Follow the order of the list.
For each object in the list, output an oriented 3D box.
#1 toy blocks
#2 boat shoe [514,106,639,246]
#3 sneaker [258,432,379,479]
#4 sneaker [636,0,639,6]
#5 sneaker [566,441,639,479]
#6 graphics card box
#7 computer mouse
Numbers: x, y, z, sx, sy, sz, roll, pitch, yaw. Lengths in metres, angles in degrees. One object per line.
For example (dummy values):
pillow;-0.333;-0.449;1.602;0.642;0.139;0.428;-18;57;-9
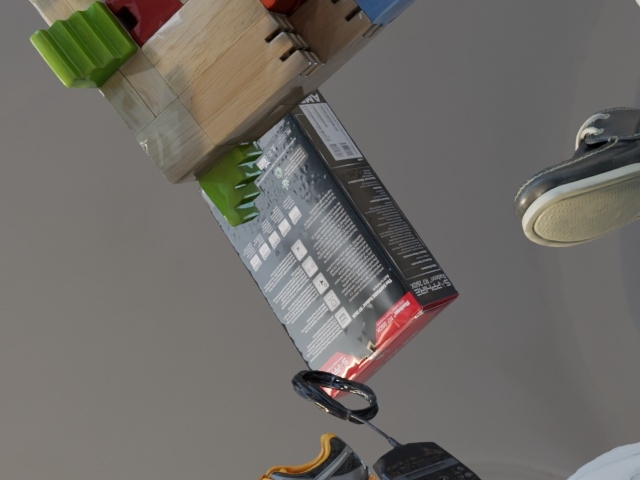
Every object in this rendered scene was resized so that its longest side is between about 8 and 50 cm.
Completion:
toy blocks;-0.093;-0.239;0.839;0.261;0.381;0.190;-40;-5;17
boat shoe;0.217;-0.056;0.799;0.233;0.079;0.084;-20;-28;-36
sneaker;-0.045;0.280;1.118;0.214;0.083;0.084;-30;1;-12
sneaker;0.212;-0.136;0.490;0.292;0.118;0.110;12;-61;-41
sneaker;0.232;0.159;0.558;0.232;0.115;0.090;0;-85;-4
graphics card box;0.000;0.000;1.472;0.094;0.371;0.233;-16;-26;-46
computer mouse;0.051;0.172;0.870;0.071;0.242;0.041;-9;-63;-31
